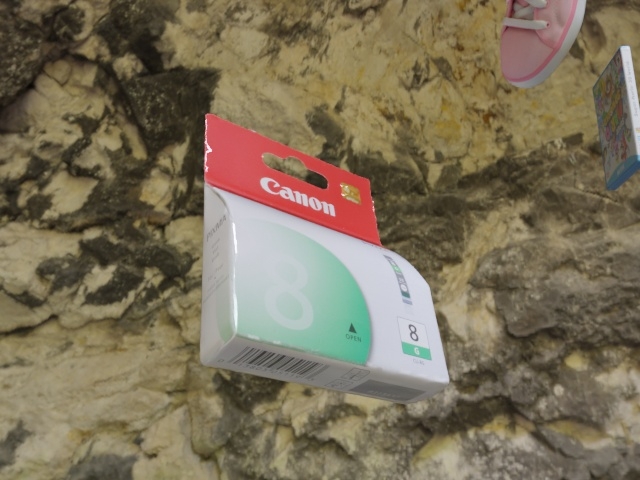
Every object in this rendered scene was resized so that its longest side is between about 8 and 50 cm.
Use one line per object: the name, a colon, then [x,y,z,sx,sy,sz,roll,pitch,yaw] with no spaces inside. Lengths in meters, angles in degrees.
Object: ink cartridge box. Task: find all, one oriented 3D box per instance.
ink cartridge box: [0.000,0.000,0.460,0.181,0.225,0.056,19,-40,-32]

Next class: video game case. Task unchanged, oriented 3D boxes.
video game case: [0.418,-0.167,0.849,0.015,0.166,0.119,-3,-14,6]

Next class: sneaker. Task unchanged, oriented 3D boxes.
sneaker: [0.122,-0.161,0.347,0.070,0.051,0.134,10,-72,-32]
